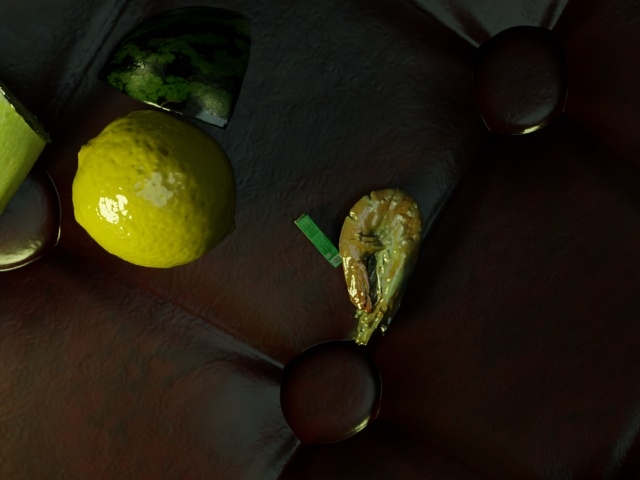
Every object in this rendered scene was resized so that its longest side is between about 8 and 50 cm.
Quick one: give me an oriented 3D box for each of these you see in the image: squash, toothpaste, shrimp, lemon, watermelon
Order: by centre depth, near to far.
[{"bbox_3d":[-0.390,-0.053,1.036,0.137,0.137,0.288,19,99,-20],"label":"squash"},{"bbox_3d":[-0.184,-0.056,1.066,0.203,0.178,0.178,27,92,-22],"label":"lemon"},{"bbox_3d":[-0.149,-0.216,1.085,0.193,0.137,0.145,25,95,22],"label":"watermelon"},{"bbox_3d":[0.000,0.000,1.219,0.020,0.017,0.083,-42,109,-3],"label":"toothpaste"},{"bbox_3d":[0.072,0.034,1.231,0.115,0.051,0.217,11,97,-14],"label":"shrimp"}]
